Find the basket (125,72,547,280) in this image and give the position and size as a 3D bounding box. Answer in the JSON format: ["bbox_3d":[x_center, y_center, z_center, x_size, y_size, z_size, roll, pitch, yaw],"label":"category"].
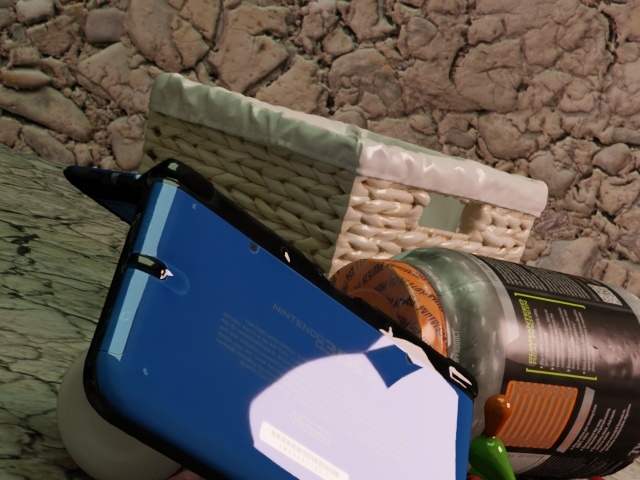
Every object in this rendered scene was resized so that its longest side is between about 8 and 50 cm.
[{"bbox_3d":[0.000,0.000,1.397,0.331,0.267,0.328,23,10,41],"label":"basket"}]

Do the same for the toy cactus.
[{"bbox_3d":[0.175,0.203,0.942,0.219,0.112,0.180,22,12,-36],"label":"toy cactus"}]

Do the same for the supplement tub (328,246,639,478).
[{"bbox_3d":[0.150,0.112,1.160,0.316,0.194,0.193,12,8,-39],"label":"supplement tub"}]

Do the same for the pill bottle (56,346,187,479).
[{"bbox_3d":[-0.104,0.111,0.932,0.103,0.103,0.184,18,7,15],"label":"pill bottle"}]

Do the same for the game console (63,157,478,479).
[{"bbox_3d":[-0.051,0.088,0.873,0.293,0.250,0.173,36,-44,-27],"label":"game console"}]
